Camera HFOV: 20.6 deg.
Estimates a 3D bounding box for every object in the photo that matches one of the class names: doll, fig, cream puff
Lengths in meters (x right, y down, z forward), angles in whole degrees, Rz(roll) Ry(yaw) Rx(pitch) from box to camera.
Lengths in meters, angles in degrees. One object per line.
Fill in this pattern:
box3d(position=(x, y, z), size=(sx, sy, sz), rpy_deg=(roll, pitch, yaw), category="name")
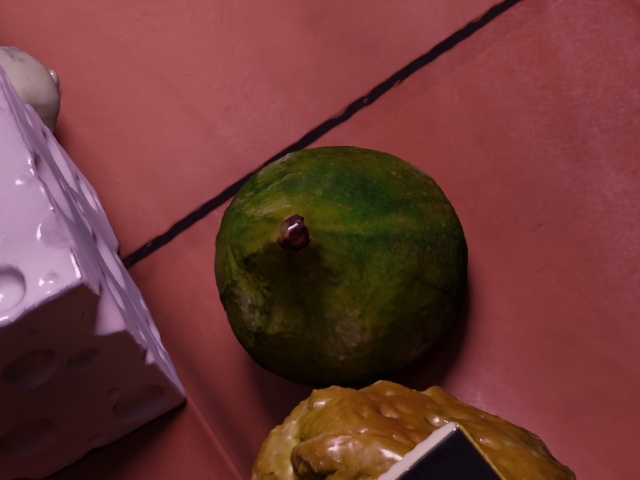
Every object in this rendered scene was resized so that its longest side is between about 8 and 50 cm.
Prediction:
box3d(position=(-0.325, -0.156, 1.581), size=(0.275, 0.155, 0.113), rpy_deg=(42, 119, 30), category="doll")
box3d(position=(0.000, 0.000, 1.341), size=(0.203, 0.235, 0.203), rpy_deg=(-7, 66, 16), category="fig")
box3d(position=(0.072, 0.197, 1.235), size=(0.196, 0.244, 0.244), rpy_deg=(-47, 60, 3), category="cream puff")

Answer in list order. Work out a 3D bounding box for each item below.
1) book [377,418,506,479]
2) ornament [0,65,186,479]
box3d(position=(0.098, 0.334, 1.118), size=(0.262, 0.028, 0.374), rpy_deg=(-41, 102, -7), category="book")
box3d(position=(-0.286, 0.045, 1.397), size=(0.240, 0.240, 0.239), rpy_deg=(-29, 59, 0), category="ornament")
